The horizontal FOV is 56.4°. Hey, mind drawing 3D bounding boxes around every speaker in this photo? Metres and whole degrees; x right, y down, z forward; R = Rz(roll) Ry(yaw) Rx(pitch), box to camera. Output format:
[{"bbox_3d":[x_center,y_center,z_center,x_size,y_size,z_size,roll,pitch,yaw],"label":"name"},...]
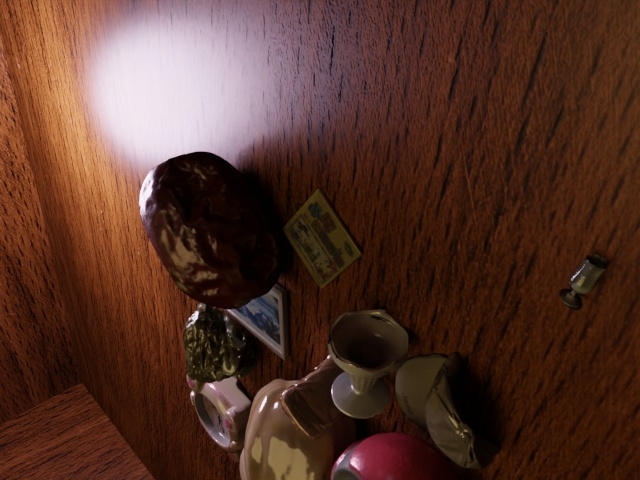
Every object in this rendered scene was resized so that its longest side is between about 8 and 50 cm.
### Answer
[{"bbox_3d":[0.150,0.550,1.243,0.294,0.294,0.294,29,132,38],"label":"speaker"}]

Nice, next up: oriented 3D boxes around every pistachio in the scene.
[{"bbox_3d":[-0.073,0.530,1.498,0.445,0.282,0.365,-61,31,36],"label":"pistachio"}]

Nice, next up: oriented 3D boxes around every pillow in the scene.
[{"bbox_3d":[0.018,0.340,1.342,0.135,0.211,0.034,51,171,14],"label":"pillow"}]

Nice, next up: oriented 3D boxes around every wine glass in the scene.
[{"bbox_3d":[0.375,0.058,0.847,0.039,0.042,0.083,22,132,4],"label":"wine glass"},{"bbox_3d":[0.090,0.257,1.231,0.165,0.165,0.196,38,142,31],"label":"wine glass"}]

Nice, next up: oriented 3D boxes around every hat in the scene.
[{"bbox_3d":[0.218,0.342,1.151,0.245,0.149,0.214,-23,93,44],"label":"hat"}]

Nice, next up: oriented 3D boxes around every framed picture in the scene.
[{"bbox_3d":[-0.193,0.161,1.626,0.315,0.024,0.231,29,133,38],"label":"framed picture"}]

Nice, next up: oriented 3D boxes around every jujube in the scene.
[{"bbox_3d":[-0.256,-0.019,1.398,0.376,0.277,0.276,61,144,6],"label":"jujube"}]

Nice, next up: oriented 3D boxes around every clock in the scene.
[{"bbox_3d":[-0.322,0.575,1.976,0.284,0.114,0.309,35,137,31],"label":"clock"}]

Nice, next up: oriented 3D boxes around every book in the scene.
[{"bbox_3d":[0.000,0.000,1.298,0.167,0.013,0.192,57,143,9],"label":"book"}]

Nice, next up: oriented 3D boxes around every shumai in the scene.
[{"bbox_3d":[-0.279,0.305,1.733,0.218,0.189,0.255,13,123,21],"label":"shumai"}]
